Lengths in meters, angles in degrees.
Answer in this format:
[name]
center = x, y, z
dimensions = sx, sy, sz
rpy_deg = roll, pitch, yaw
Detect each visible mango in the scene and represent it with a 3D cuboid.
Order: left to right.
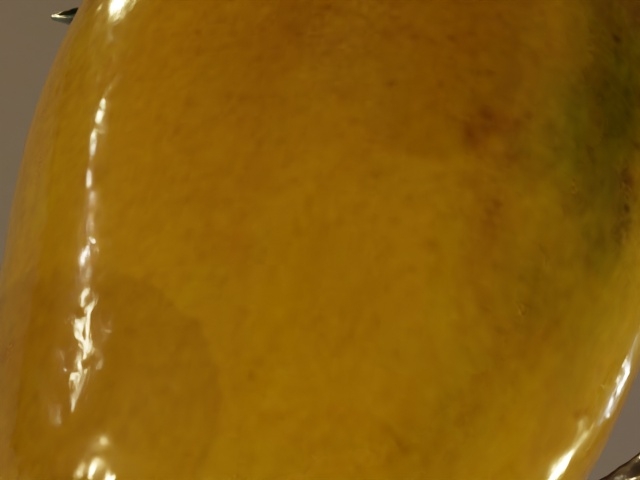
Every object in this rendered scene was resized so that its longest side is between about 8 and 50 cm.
[mango]
center = 0.000, 0.000, 0.818
dimensions = 0.300, 0.446, 0.232
rpy_deg = 11, 149, 24

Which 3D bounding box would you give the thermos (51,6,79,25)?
[thermos]
center = -0.059, -0.024, 1.086
dimensions = 0.182, 0.287, 0.145
rpy_deg = -19, -161, -41

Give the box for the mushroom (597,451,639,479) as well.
[mushroom]
center = 0.102, 0.076, 0.445
dimensions = 0.123, 0.123, 0.052
rpy_deg = 10, -138, -43
